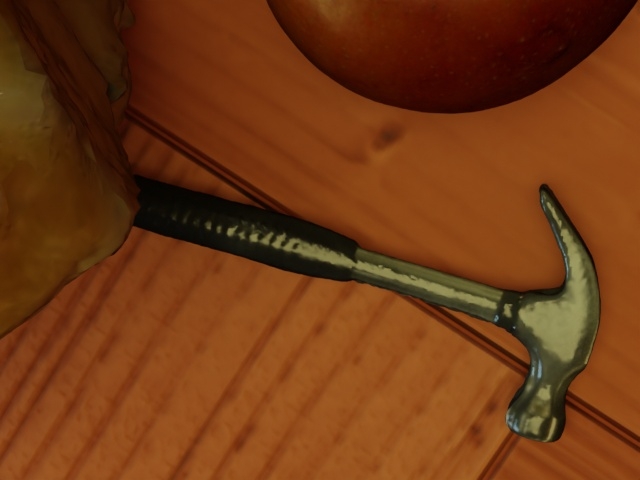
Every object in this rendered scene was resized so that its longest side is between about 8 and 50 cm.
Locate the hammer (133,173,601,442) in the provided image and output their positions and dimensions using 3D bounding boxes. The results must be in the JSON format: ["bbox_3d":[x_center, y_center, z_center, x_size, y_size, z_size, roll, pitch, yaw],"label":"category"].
[{"bbox_3d":[0.000,0.000,0.618,0.246,0.029,0.103,18,100,8],"label":"hammer"}]

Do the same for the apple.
[{"bbox_3d":[0.050,-0.127,0.536,0.163,0.139,0.163,1,95,10],"label":"apple"}]

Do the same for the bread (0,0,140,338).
[{"bbox_3d":[-0.292,-0.086,0.487,0.390,0.279,0.371,-32,103,5],"label":"bread"}]
